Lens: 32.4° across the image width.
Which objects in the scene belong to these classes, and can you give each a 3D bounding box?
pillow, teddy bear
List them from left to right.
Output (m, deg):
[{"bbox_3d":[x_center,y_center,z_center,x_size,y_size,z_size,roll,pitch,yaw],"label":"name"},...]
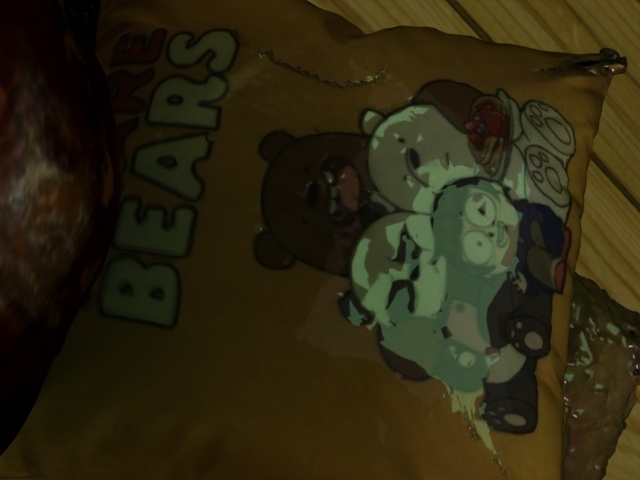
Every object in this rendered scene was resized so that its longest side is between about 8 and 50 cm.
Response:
[{"bbox_3d":[0.000,0.000,0.578,0.312,0.119,0.310,13,73,-4],"label":"pillow"},{"bbox_3d":[0.113,0.072,0.737,0.256,0.156,0.267,18,56,-38],"label":"teddy bear"}]

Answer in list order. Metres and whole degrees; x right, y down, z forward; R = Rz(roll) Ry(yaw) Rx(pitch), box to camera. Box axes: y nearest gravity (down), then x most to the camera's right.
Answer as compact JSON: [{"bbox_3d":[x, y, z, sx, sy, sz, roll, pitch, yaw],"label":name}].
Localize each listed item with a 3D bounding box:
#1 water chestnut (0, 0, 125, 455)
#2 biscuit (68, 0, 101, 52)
[{"bbox_3d":[-0.198,-0.006,0.373,0.289,0.289,0.244,-23,113,-51],"label":"water chestnut"},{"bbox_3d":[-0.149,-0.135,0.652,0.194,0.053,0.194,25,52,-36],"label":"biscuit"}]
